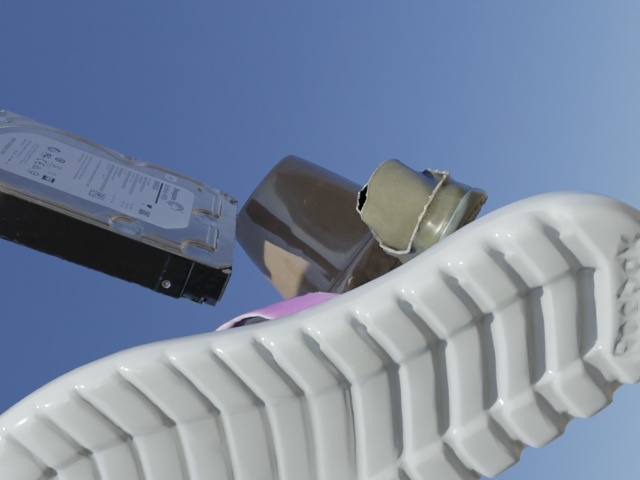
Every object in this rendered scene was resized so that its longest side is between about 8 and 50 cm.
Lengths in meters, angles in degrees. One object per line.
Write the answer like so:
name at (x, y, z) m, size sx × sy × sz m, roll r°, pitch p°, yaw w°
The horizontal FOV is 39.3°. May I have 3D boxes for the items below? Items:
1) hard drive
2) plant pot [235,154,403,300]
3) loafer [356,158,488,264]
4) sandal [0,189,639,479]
hard drive at (-0.268, -0.046, 1.084) m, size 0.237 × 0.339 × 0.064 m, roll -95°, pitch 29°, yaw -65°
plant pot at (0.000, 0.000, 1.306) m, size 0.263 × 0.229 × 0.263 m, roll -52°, pitch -2°, yaw -2°
loafer at (0.076, -0.023, 0.815) m, size 0.094 × 0.087 × 0.251 m, roll -60°, pitch 6°, yaw -4°
sandal at (-0.001, 0.094, 0.518) m, size 0.102 × 0.417 × 0.169 m, roll -98°, pitch -13°, yaw -71°
